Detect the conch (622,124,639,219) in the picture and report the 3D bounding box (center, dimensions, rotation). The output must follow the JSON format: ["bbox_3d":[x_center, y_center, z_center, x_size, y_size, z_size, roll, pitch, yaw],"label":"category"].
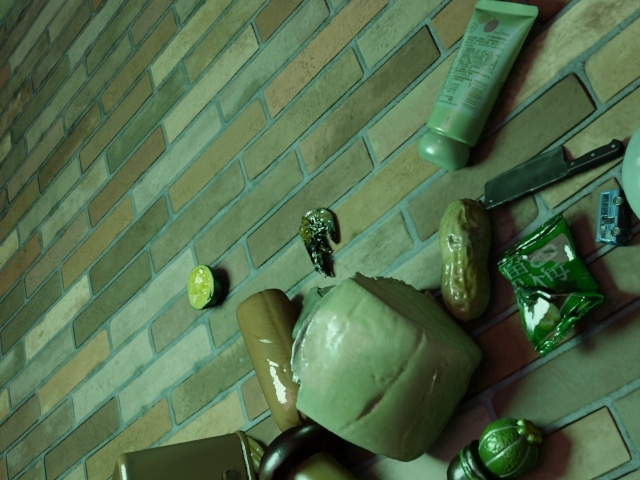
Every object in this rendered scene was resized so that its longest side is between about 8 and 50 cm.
[{"bbox_3d":[0.516,-0.110,1.155,0.185,0.121,0.221,-2,71,15],"label":"conch"}]

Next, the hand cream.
[{"bbox_3d":[0.264,-0.273,1.457,0.147,0.093,0.306,30,100,51],"label":"hand cream"}]

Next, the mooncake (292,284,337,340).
[{"bbox_3d":[0.013,0.148,1.598,0.125,0.073,0.130,-9,44,47],"label":"mooncake"}]

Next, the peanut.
[{"bbox_3d":[0.241,0.031,1.400,0.099,0.099,0.214,-1,84,45],"label":"peanut"}]

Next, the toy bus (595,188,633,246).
[{"bbox_3d":[0.440,-0.033,1.250,0.046,0.038,0.083,-4,76,50],"label":"toy bus"}]

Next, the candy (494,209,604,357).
[{"bbox_3d":[0.353,0.066,1.290,0.141,0.078,0.203,-33,45,23],"label":"candy"}]

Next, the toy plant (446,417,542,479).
[{"bbox_3d":[0.273,0.338,1.289,0.162,0.093,0.093,-49,50,22],"label":"toy plant"}]

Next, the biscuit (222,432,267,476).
[{"bbox_3d":[-0.164,0.538,1.715,0.273,0.049,0.257,35,105,46],"label":"biscuit"}]

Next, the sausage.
[{"bbox_3d":[-0.072,0.238,1.644,0.121,0.121,0.304,-45,53,28],"label":"sausage"}]

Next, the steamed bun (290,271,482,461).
[{"bbox_3d":[0.088,0.211,1.385,0.273,0.272,0.290,29,105,45],"label":"steamed bun"}]

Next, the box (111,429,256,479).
[{"bbox_3d":[-0.258,0.525,1.524,0.339,0.229,0.239,116,144,-51],"label":"box"}]

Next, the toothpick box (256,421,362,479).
[{"bbox_3d":[0.018,0.452,1.454,0.294,0.192,0.192,38,107,39],"label":"toothpick box"}]

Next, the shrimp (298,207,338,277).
[{"bbox_3d":[0.000,0.000,1.695,0.091,0.034,0.161,-41,52,30],"label":"shrimp"}]

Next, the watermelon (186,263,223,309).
[{"bbox_3d":[-0.260,0.108,1.912,0.105,0.062,0.105,-5,84,47],"label":"watermelon"}]

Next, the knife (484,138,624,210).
[{"bbox_3d":[0.370,-0.119,1.348,0.245,0.019,0.072,-23,45,34],"label":"knife"}]
